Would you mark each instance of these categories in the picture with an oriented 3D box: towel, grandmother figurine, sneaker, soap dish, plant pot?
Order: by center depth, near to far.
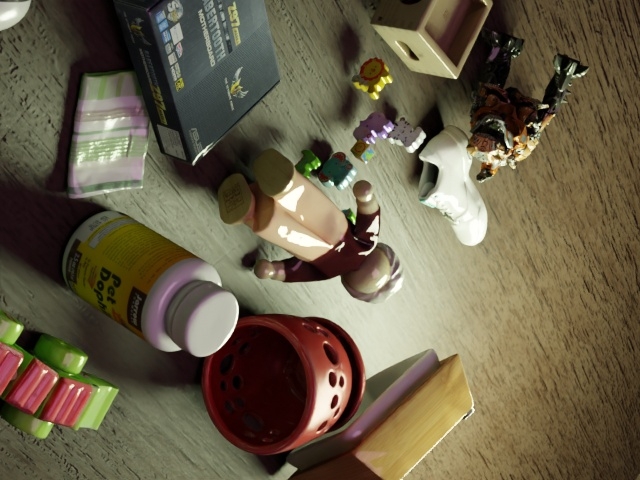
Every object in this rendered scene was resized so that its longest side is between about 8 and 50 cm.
[{"bbox_3d":[-0.243,-0.126,1.730,0.113,0.023,0.152,-14,123,-47],"label":"towel"},{"bbox_3d":[0.000,0.000,2.016,0.207,0.104,0.342,-27,144,25],"label":"grandmother figurine"},{"bbox_3d":[-0.042,0.191,2.053,0.174,0.191,0.191,-7,118,-56],"label":"plant pot"},{"bbox_3d":[0.089,0.288,2.216,0.229,0.118,0.291,-41,-179,-26],"label":"soap dish"},{"bbox_3d":[0.193,-0.070,2.269,0.094,0.080,0.212,-35,127,-25],"label":"sneaker"}]

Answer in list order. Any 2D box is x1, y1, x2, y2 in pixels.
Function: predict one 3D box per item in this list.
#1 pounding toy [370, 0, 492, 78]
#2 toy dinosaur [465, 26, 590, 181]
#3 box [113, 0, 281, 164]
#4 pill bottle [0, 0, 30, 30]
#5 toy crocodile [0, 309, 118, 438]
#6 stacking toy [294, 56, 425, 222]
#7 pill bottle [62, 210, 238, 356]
[{"bbox_3d":[0.153,-0.360,2.012,0.181,0.094,0.206,40,71,-49],"label":"pounding toy"},{"bbox_3d":[0.284,-0.197,2.239,0.322,0.164,0.218,-99,-153,-75],"label":"toy dinosaur"},{"bbox_3d":[-0.139,-0.234,1.739,0.183,0.059,0.233,-47,143,-33],"label":"box"},{"bbox_3d":[-0.337,-0.317,1.350,0.181,0.181,0.323,-2,114,-50],"label":"pill bottle"},{"bbox_3d":[-0.349,0.161,1.721,0.115,0.105,0.340,-58,145,-4],"label":"toy crocodile"},{"bbox_3d":[0.045,-0.127,2.065,0.221,0.052,0.167,-50,144,-9],"label":"stacking toy"},{"bbox_3d":[-0.199,0.054,1.739,0.117,0.215,0.117,-29,133,-37],"label":"pill bottle"}]
